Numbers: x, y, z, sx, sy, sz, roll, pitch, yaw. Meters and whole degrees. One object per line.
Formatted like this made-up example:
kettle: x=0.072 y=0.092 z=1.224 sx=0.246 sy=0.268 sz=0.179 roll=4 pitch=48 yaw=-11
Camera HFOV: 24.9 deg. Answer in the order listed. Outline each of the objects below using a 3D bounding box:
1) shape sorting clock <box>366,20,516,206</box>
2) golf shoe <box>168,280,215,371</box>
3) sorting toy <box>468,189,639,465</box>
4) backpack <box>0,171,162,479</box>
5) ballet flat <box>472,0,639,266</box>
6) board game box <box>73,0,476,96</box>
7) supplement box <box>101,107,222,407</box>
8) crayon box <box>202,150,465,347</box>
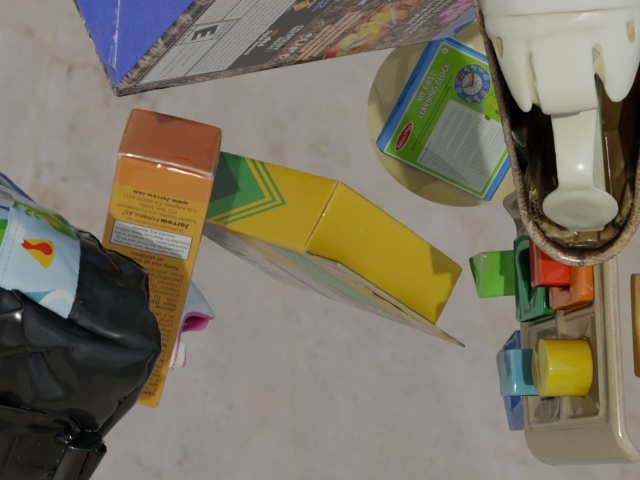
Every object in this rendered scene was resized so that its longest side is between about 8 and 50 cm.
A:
shape sorting clock: x=0.152 y=-0.133 z=1.544 sx=0.206 sy=0.206 sz=0.040 roll=28 pitch=24 yaw=-9
golf shoe: x=-0.258 y=0.154 z=1.936 sx=0.140 sy=0.115 sz=0.306 roll=39 pitch=62 yaw=-4
sorting toy: x=0.152 y=0.052 z=0.964 sx=0.047 sy=0.347 sz=0.196 roll=-4 pitch=81 yaw=-10
backpack: x=-0.318 y=0.031 z=0.826 sx=0.355 sy=0.290 sz=0.273 roll=20 pitch=34 yaw=-36
ballet flat: x=0.133 y=-0.089 z=0.738 sx=0.107 sy=0.316 sz=0.106 roll=-1 pitch=57 yaw=17
board game box: x=0.021 y=-0.216 z=0.846 sx=0.291 sy=0.232 sz=0.141 roll=-16 pitch=77 yaw=-40
supplement box: x=-0.138 y=0.018 z=1.143 sx=0.080 sy=0.233 sz=0.078 roll=11 pitch=33 yaw=-5
crayon box: x=0.000 y=0.000 z=1.506 sx=0.203 sy=0.083 sz=0.323 roll=34 pitch=-10 yaw=-39
